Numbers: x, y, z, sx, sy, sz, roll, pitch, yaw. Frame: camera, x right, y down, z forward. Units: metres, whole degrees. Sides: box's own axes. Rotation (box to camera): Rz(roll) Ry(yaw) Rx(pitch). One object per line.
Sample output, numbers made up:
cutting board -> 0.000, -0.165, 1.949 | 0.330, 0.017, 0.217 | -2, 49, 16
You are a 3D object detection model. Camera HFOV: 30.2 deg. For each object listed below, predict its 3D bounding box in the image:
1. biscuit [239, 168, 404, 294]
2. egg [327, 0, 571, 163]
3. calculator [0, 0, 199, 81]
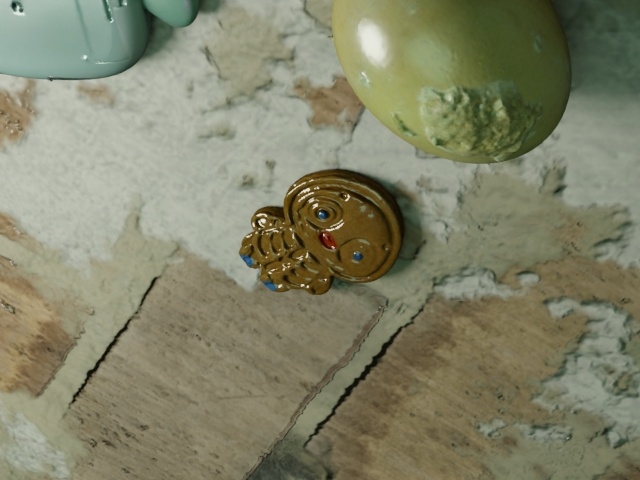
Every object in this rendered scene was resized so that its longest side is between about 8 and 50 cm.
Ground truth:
biscuit -> 0.000, 0.000, 1.117 | 0.175, 0.026, 0.124 | -28, 113, 34
egg -> 0.100, -0.145, 0.881 | 0.164, 0.164, 0.201 | -32, 114, 36
calculator -> -0.247, -0.221, 1.021 | 0.299, 0.041, 0.185 | 5, 128, 18
